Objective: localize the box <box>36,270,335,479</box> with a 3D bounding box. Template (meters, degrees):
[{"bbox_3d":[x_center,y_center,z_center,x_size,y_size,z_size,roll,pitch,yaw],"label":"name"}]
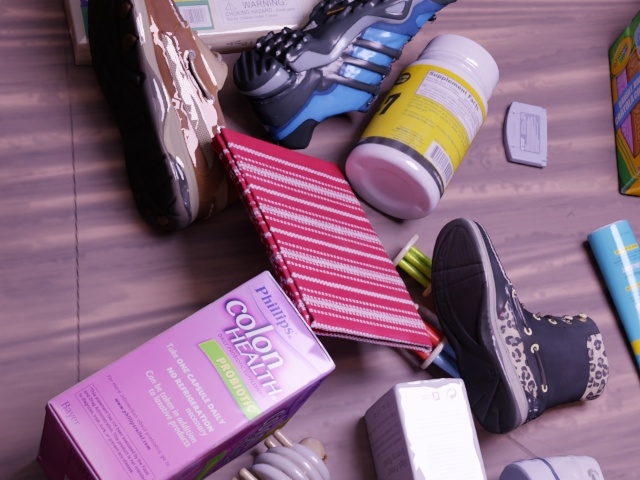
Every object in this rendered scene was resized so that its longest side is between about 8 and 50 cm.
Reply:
[{"bbox_3d":[-0.136,0.169,1.168,0.243,0.213,0.117,-32,78,-26],"label":"box"}]

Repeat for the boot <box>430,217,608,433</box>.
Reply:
[{"bbox_3d":[0.224,0.087,1.352,0.179,0.085,0.236,-5,77,-40],"label":"boot"}]

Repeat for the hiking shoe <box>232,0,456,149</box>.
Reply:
[{"bbox_3d":[0.041,-0.223,1.433,0.304,0.132,0.113,-32,34,-11],"label":"hiking shoe"}]

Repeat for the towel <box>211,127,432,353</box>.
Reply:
[{"bbox_3d":[0.000,0.000,1.287,0.199,0.031,0.275,14,40,-45],"label":"towel"}]

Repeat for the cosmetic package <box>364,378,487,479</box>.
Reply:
[{"bbox_3d":[0.119,0.271,1.252,0.085,0.117,0.231,-4,67,-17],"label":"cosmetic package"}]

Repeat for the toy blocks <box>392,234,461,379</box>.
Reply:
[{"bbox_3d":[0.129,0.081,1.371,0.148,0.054,0.123,40,63,4],"label":"toy blocks"}]

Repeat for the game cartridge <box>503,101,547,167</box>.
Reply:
[{"bbox_3d":[0.258,-0.134,1.523,0.056,0.017,0.083,12,64,-14],"label":"game cartridge"}]

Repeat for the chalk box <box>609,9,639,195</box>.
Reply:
[{"bbox_3d":[0.487,-0.210,1.532,0.180,0.179,0.289,9,64,-11],"label":"chalk box"}]

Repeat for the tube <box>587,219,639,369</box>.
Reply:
[{"bbox_3d":[0.385,0.079,1.453,0.080,0.052,0.207,-19,79,-15],"label":"tube"}]

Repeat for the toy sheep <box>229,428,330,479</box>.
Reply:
[{"bbox_3d":[-0.040,0.251,1.233,0.091,0.091,0.132,42,59,5],"label":"toy sheep"}]

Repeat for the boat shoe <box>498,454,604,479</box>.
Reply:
[{"bbox_3d":[0.315,0.394,1.255,0.156,0.136,0.367,-6,59,-21],"label":"boat shoe"}]

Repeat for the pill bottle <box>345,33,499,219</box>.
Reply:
[{"bbox_3d":[0.125,-0.137,1.429,0.119,0.119,0.208,32,62,0],"label":"pill bottle"}]

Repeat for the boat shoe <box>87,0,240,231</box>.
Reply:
[{"bbox_3d":[-0.169,-0.175,1.349,0.120,0.122,0.324,-15,94,-35],"label":"boat shoe"}]

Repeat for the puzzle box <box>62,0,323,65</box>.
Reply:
[{"bbox_3d":[-0.124,-0.360,1.494,0.409,0.052,0.272,-7,70,-19],"label":"puzzle box"}]
